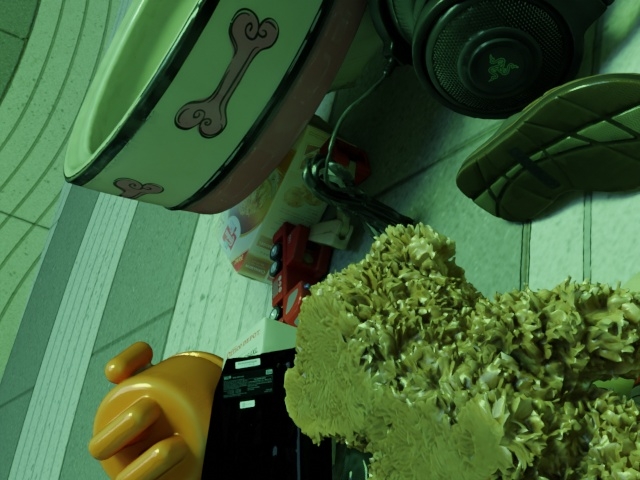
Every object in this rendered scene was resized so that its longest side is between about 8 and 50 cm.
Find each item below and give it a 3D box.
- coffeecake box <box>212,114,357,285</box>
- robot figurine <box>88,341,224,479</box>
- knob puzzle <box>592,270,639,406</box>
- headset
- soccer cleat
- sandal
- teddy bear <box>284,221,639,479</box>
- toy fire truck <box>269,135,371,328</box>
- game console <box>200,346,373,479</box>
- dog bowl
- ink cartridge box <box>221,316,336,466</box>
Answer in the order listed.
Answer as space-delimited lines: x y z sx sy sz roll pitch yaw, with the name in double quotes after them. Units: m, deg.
-0.047 -0.057 1.180 0.186 0.068 0.142 -64 25 11 "coffeecake box"
-0.145 0.186 1.032 0.219 0.158 0.128 -23 -54 -71 "robot figurine"
0.205 0.089 0.562 0.213 0.030 0.213 -45 34 43 "knob puzzle"
0.139 -0.173 0.854 0.394 0.185 0.243 -46 28 11 "headset"
-0.003 -0.184 1.124 0.196 0.076 0.068 -36 30 19 "soccer cleat"
0.178 -0.071 0.720 0.060 0.090 0.219 -54 9 -26 "sandal"
0.111 0.125 0.565 0.338 0.113 0.245 16 105 55 "teddy bear"
0.000 0.000 1.058 0.135 0.047 0.192 -46 32 38 "toy fire truck"
0.033 0.181 0.751 0.361 0.044 0.213 -14 70 43 "game console"
-0.098 -0.206 1.021 0.408 0.150 0.408 -48 25 31 "dog bowl"
-0.041 0.148 0.964 0.092 0.089 0.143 -40 36 47 "ink cartridge box"
